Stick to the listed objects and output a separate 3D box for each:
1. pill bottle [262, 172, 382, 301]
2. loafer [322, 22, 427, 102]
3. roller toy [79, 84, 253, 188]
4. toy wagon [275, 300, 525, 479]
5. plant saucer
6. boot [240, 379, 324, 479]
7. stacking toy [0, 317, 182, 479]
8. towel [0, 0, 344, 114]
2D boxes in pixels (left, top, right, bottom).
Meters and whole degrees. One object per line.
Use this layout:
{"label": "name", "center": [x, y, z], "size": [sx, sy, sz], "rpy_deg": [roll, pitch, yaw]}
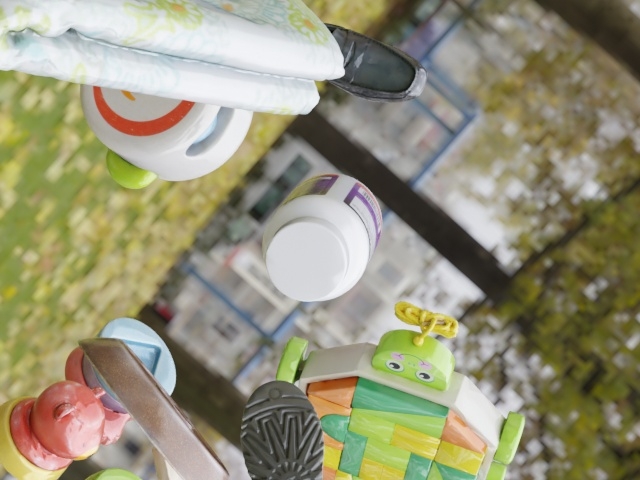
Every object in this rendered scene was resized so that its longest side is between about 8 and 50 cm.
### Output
{"label": "pill bottle", "center": [0.000, 0.000, 1.786], "size": [0.108, 0.108, 0.193], "rpy_deg": [-47, -178, 15]}
{"label": "loafer", "center": [0.029, -0.229, 2.232], "size": [0.078, 0.223, 0.076], "rpy_deg": [23, 89, -62]}
{"label": "roller toy", "center": [-0.189, -0.181, 2.159], "size": [0.191, 0.209, 0.146], "rpy_deg": [-11, 163, 15]}
{"label": "toy wagon", "center": [0.080, 0.184, 1.888], "size": [0.344, 0.267, 0.068], "rpy_deg": [99, 11, -57]}
{"label": "plant saucer", "center": [-0.119, 0.132, 1.322], "size": [0.029, 0.168, 0.168], "rpy_deg": [-39, -175, -4]}
{"label": "boot", "center": [-0.033, 0.233, 1.567], "size": [0.076, 0.190, 0.208], "rpy_deg": [-8, 166, -5]}
{"label": "stacking toy", "center": [-0.252, 0.255, 2.339], "size": [0.130, 0.279, 0.309], "rpy_deg": [-35, -173, 33]}
{"label": "towel", "center": [-0.193, -0.238, 1.524], "size": [0.374, 0.320, 0.090], "rpy_deg": [5, 122, -43]}
